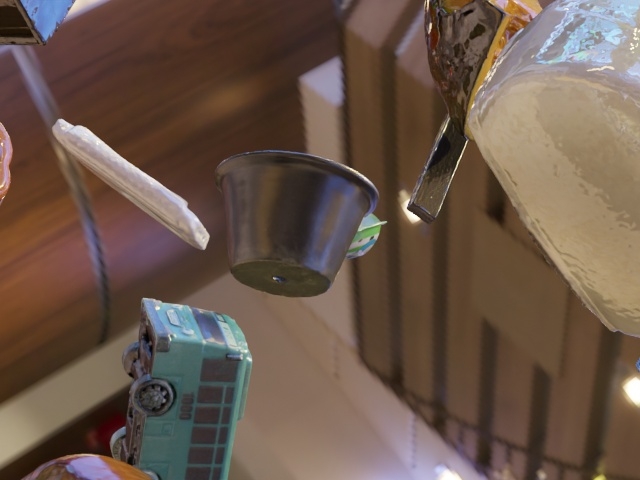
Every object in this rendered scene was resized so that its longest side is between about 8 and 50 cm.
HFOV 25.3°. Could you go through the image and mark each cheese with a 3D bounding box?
[{"bbox_3d":[0.000,0.000,2.245,0.320,0.203,0.083,164,-90,-80],"label":"cheese"}]

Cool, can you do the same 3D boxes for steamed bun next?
[{"bbox_3d":[0.230,-0.055,0.973,0.164,0.146,0.242,-14,-58,42],"label":"steamed bun"}]

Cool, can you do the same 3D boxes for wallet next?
[{"bbox_3d":[-0.188,-0.057,1.440,0.183,0.032,0.124,34,-8,9],"label":"wallet"}]

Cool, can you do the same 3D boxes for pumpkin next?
[{"bbox_3d":[0.144,-0.196,1.428,0.130,0.254,0.149,35,-71,16],"label":"pumpkin"}]

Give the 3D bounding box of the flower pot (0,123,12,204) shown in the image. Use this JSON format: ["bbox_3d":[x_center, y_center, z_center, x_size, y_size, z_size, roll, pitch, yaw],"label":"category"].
[{"bbox_3d":[-0.362,-0.044,1.223,0.173,0.190,0.191,-34,-93,33],"label":"flower pot"}]

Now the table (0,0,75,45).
[{"bbox_3d":[-0.403,-0.362,1.818,0.169,0.193,0.172,3,-40,26],"label":"table"}]

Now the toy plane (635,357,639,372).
[{"bbox_3d":[0.475,0.091,1.789,0.058,0.226,0.226,62,-4,-34],"label":"toy plane"}]

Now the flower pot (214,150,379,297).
[{"bbox_3d":[-0.045,-0.011,1.975,0.235,0.148,0.235,9,-21,4],"label":"flower pot"}]

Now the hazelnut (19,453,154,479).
[{"bbox_3d":[-0.237,0.301,1.463,0.210,0.210,0.186,26,-31,52],"label":"hazelnut"}]

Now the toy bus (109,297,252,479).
[{"bbox_3d":[-0.169,0.208,1.720,0.128,0.147,0.256,-128,-135,-64],"label":"toy bus"}]

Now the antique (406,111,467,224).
[{"bbox_3d":[0.128,-0.089,1.451,0.031,0.192,0.015,33,-43,-7],"label":"antique"}]
